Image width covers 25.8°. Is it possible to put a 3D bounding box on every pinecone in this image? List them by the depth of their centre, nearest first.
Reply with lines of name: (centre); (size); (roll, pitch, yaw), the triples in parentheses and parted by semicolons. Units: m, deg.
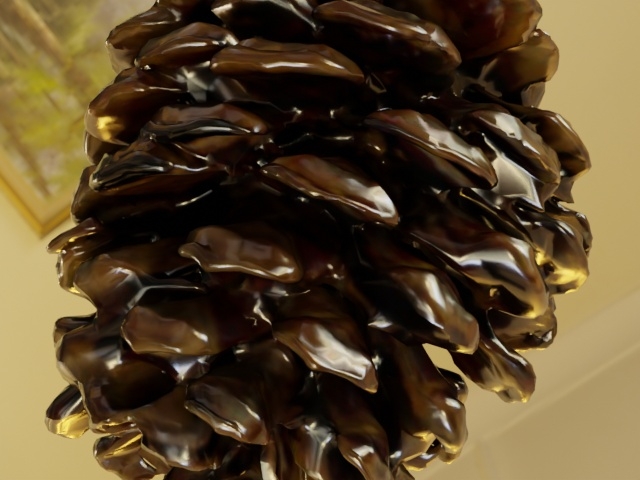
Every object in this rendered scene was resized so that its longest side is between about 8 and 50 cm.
pinecone: (0.000, 0.000, 0.564); (0.224, 0.224, 0.272); (-16, -135, 42)
